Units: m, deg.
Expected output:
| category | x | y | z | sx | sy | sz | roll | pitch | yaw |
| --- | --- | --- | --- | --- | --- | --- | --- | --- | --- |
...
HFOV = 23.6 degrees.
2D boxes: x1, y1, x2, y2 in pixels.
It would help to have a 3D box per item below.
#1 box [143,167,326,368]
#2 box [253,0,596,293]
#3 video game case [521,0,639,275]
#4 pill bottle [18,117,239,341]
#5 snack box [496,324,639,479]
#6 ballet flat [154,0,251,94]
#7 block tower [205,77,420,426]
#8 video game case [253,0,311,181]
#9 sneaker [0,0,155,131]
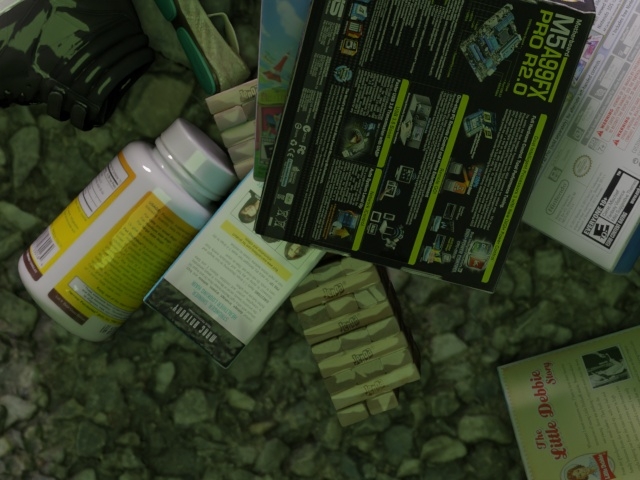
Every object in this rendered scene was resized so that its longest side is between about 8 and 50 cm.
| category | x | y | z | sx | sy | sz | roll | pitch | yaw |
| --- | --- | --- | --- | --- | --- | --- | --- | --- | --- |
| box | -0.044 | -0.009 | 1.388 | 0.100 | 0.060 | 0.244 | 40 | 100 | -4 |
| box | 0.079 | -0.103 | 1.250 | 0.216 | 0.060 | 0.270 | 13 | 121 | -4 |
| video game case | 0.235 | -0.143 | 1.393 | 0.244 | 0.061 | 0.269 | 33 | 101 | 26 |
| pill bottle | -0.179 | -0.013 | 1.461 | 0.117 | 0.117 | 0.215 | 45 | 99 | -4 |
| snack box | 0.278 | 0.204 | 1.368 | 0.187 | 0.322 | 0.060 | -17 | 124 | 6 |
| ballet flat | -0.121 | -0.218 | 1.466 | 0.052 | 0.057 | 0.168 | -32 | 100 | -20 |
| block tower | 0.000 | 0.000 | 1.466 | 0.091 | 0.097 | 0.335 | -21 | 99 | 7 |
| video game case | 0.053 | -0.127 | 1.286 | 0.212 | 0.023 | 0.193 | 6 | 120 | 3 |
| sneaker | -0.288 | -0.143 | 1.452 | 0.296 | 0.104 | 0.147 | -35 | 90 | 4 |
